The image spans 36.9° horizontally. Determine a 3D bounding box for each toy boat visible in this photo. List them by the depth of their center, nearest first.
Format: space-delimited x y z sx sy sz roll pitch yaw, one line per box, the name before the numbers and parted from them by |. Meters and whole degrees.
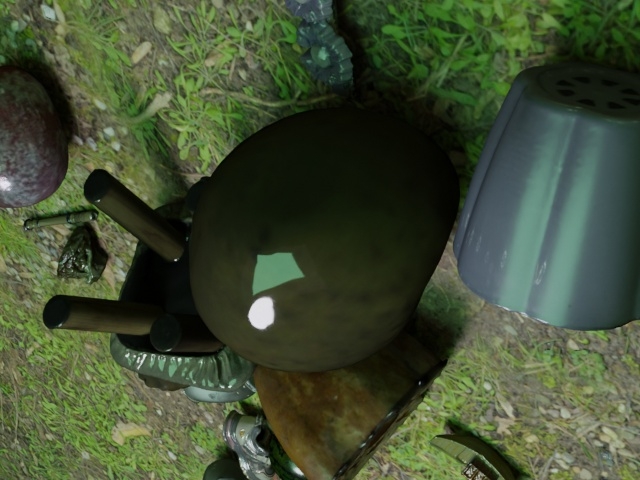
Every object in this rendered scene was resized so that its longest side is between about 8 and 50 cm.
toy boat | 0.266 0.385 1.644 0.172 0.066 0.065 38 143 6

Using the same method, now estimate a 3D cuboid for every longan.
longan | 0.000 0.000 1.317 0.336 0.404 0.405 61 148 28

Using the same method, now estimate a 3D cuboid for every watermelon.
watermelon | -0.042 0.401 1.849 0.187 0.140 0.141 29 138 26

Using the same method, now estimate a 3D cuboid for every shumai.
shumai | -0.470 0.038 1.916 0.087 0.099 0.124 24 141 -4

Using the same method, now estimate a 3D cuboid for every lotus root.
lotus root | 0.051 0.236 1.573 0.250 0.316 0.316 48 143 23

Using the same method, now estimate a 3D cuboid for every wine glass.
wine glass | -0.176 0.257 1.847 0.204 0.111 0.111 -16 114 43

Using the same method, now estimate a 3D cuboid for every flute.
flute | -0.525 -0.041 1.931 0.233 0.027 0.027 -5 121 41

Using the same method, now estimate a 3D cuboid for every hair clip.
hair clip | 0.002 -0.301 1.258 0.106 0.084 0.292 30 146 41

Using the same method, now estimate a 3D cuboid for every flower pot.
flower pot | 0.302 -0.064 1.107 0.265 0.265 0.243 22 123 22

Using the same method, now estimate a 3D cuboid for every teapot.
teapot | -0.201 0.576 2.094 0.129 0.193 0.294 10 147 -8

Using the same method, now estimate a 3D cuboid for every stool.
stool | -0.247 0.063 1.545 0.310 0.311 0.226 6 166 30

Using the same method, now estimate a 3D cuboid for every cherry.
cherry | -0.563 -0.167 1.711 0.236 0.213 0.286 20 126 12

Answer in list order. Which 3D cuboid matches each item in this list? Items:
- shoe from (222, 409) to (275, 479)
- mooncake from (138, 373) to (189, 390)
shoe | -0.124 0.421 1.978 0.092 0.089 0.180 -11 120 30
mooncake | -0.249 0.167 1.746 0.228 0.228 0.124 7 140 34
